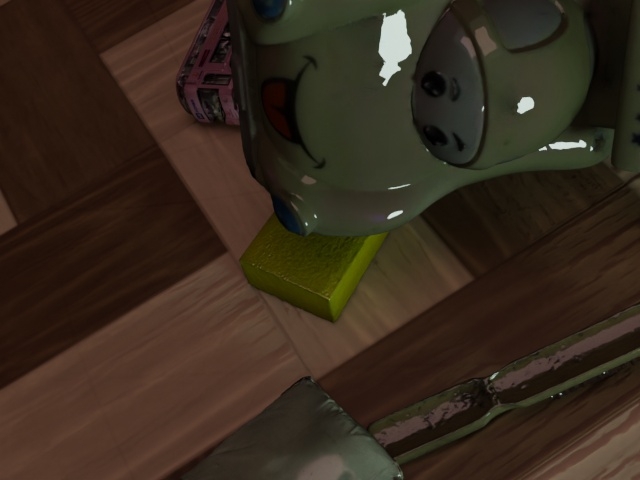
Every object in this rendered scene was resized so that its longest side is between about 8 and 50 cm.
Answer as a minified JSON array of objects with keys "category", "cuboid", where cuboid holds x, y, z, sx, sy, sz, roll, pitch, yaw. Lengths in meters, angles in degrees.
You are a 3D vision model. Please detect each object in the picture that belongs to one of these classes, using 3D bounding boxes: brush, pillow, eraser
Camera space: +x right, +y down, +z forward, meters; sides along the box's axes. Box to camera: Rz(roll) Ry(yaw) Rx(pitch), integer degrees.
[{"category":"brush","cuboid":[0.157,0.121,0.759,0.248,0.036,0.043,-26,51,4]},{"category":"pillow","cuboid":[-0.056,0.213,0.736,0.229,0.051,0.128,-37,56,-12]},{"category":"eraser","cuboid":[0.000,0.000,0.864,0.097,0.045,0.122,22,64,24]}]

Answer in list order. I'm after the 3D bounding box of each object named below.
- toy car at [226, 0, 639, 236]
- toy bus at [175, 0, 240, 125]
[{"category":"toy car","cuboid":[0.114,-0.132,0.758,0.336,0.242,0.226,-16,36,-18]},{"category":"toy bus","cuboid":[-0.084,-0.213,1.011,0.090,0.063,0.203,6,57,20]}]
